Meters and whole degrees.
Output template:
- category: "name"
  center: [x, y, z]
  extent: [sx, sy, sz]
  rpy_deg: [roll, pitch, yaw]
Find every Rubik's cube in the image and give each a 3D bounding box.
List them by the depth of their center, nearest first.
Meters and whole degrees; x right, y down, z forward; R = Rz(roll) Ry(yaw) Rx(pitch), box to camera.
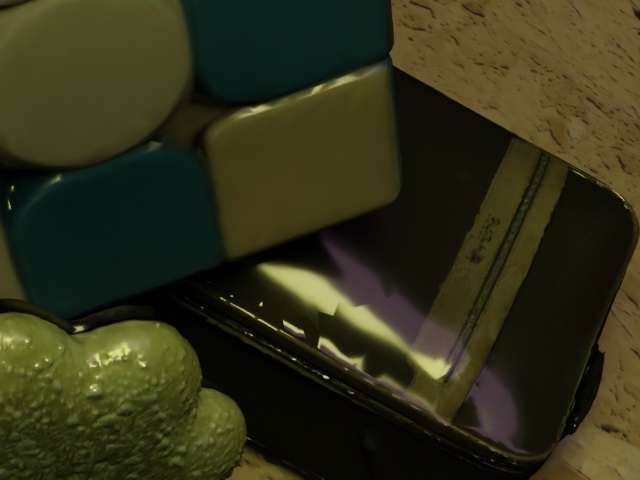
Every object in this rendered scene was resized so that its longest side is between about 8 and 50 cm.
- category: "Rubik's cube"
  center: [-0.180, -0.184, 0.952]
  extent: [0.347, 0.346, 0.344]
  rpy_deg: [-20, 49, -10]

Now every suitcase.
- category: "suitcase"
  center: [0.000, 0.000, 1.184]
  extent: [0.434, 0.194, 0.283]
  rpy_deg: [30, 51, -1]

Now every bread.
- category: "bread"
  center: [-0.151, 0.118, 0.976]
  extent: [0.286, 0.207, 0.056]
  rpy_deg: [22, 31, -44]
